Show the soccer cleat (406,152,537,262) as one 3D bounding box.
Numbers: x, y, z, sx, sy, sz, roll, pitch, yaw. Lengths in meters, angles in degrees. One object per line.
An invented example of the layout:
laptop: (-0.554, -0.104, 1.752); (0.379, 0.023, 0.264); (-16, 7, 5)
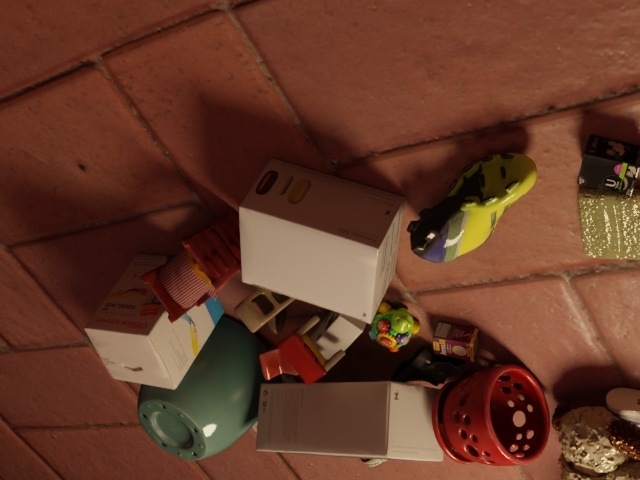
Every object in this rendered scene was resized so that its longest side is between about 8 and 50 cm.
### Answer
soccer cleat: (0.265, -0.053, 1.577); (0.121, 0.093, 0.289); (14, 143, -31)

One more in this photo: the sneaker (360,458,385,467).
sneaker: (0.139, 0.416, 2.096); (0.118, 0.107, 0.279); (41, 136, 0)

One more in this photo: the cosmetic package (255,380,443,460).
cosmetic package: (0.059, 0.376, 1.981); (0.365, 0.155, 0.197); (-8, 162, 43)

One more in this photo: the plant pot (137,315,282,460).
plant pot: (-0.269, 0.345, 2.119); (0.293, 0.235, 0.293); (18, 132, 21)

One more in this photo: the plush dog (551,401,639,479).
plush dog: (0.519, 0.416, 1.788); (0.262, 0.210, 0.225); (10, 118, 53)

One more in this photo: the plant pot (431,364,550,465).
plant pot: (0.324, 0.349, 1.854); (0.174, 0.191, 0.191); (-21, 119, 45)

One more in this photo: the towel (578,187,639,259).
towel: (0.470, -0.025, 1.515); (0.110, 0.027, 0.148); (2, 134, 29)

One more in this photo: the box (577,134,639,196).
box: (0.436, -0.113, 1.425); (0.083, 0.052, 0.062); (16, 136, 16)

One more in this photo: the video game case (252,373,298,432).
video game case: (-0.125, 0.372, 2.236); (0.227, 0.026, 0.206); (-23, 111, 43)

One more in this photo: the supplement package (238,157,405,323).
supplement package: (0.000, 0.000, 1.715); (0.261, 0.145, 0.204); (17, 138, 13)

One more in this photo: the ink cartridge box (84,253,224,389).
ink cartridge box: (-0.350, 0.169, 2.015); (0.171, 0.233, 0.168); (3, 133, 26)

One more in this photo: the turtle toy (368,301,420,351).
turtle toy: (0.144, 0.172, 1.867); (0.095, 0.066, 0.130); (31, 139, -3)

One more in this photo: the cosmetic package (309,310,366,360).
cosmetic package: (0.028, 0.189, 1.928); (0.060, 0.099, 0.239); (34, 139, -2)

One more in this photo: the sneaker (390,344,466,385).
sneaker: (0.218, 0.271, 1.939); (0.089, 0.051, 0.170); (36, 136, -3)

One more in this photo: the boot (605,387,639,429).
boot: (0.631, 0.327, 1.761); (0.190, 0.069, 0.086); (10, 143, 32)

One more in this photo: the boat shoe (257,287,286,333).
boat shoe: (-0.105, 0.136, 1.989); (0.045, 0.050, 0.135); (11, 126, 24)

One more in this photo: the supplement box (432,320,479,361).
supplement box: (0.264, 0.196, 1.842); (0.083, 0.043, 0.055); (9, 137, 22)

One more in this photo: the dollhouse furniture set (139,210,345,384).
dollhouse furniture set: (-0.157, 0.150, 1.869); (0.374, 0.152, 0.201); (53, 137, 2)
